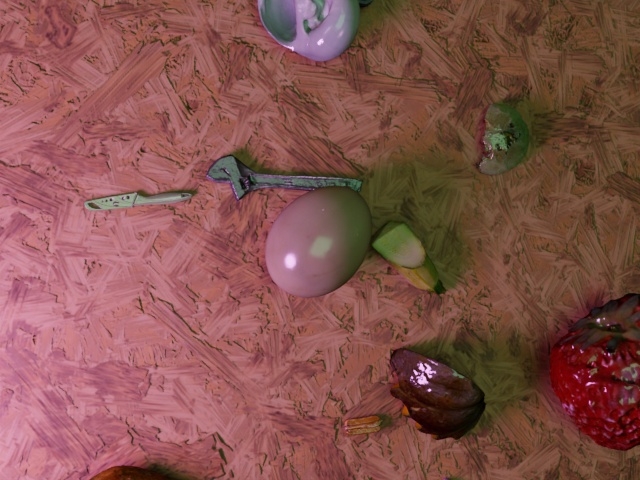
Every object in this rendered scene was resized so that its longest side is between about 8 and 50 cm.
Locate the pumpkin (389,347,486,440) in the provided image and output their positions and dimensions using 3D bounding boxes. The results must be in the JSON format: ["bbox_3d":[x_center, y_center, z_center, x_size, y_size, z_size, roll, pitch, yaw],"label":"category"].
[{"bbox_3d":[0.252,0.339,1.340,0.254,0.149,0.130,35,75,-12],"label":"pumpkin"}]

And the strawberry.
[{"bbox_3d":[0.648,0.300,1.367,0.291,0.292,0.310,-31,90,-11],"label":"strawberry"}]

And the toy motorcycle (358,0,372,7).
[{"bbox_3d":[0.047,-0.575,1.330,0.205,0.076,0.114,42,74,-11],"label":"toy motorcycle"}]

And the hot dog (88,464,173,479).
[{"bbox_3d":[-0.339,0.528,1.219,0.259,0.114,0.175,35,87,-9],"label":"hot dog"}]

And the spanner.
[{"bbox_3d":[-0.070,-0.122,1.325,0.325,0.026,0.093,2,89,-15],"label":"spanner"}]

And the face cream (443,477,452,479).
[{"bbox_3d":[0.267,0.558,1.404,0.040,0.021,0.083,28,84,-11],"label":"face cream"}]

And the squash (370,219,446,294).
[{"bbox_3d":[0.199,0.049,1.361,0.200,0.075,0.090,44,55,-11],"label":"squash"}]

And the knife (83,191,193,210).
[{"bbox_3d":[-0.352,-0.080,1.263,0.207,0.014,0.030,-8,93,-12],"label":"knife"}]

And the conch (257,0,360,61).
[{"bbox_3d":[-0.024,-0.457,1.285,0.185,0.121,0.221,-35,92,2],"label":"conch"}]

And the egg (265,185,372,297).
[{"bbox_3d":[0.000,0.000,1.257,0.186,0.186,0.242,47,75,-9],"label":"egg"}]

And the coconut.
[{"bbox_3d":[0.405,-0.224,1.419,0.133,0.055,0.158,-6,93,-12],"label":"coconut"}]

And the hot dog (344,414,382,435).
[{"bbox_3d":[0.090,0.388,1.364,0.083,0.021,0.037,-2,70,-10],"label":"hot dog"}]
